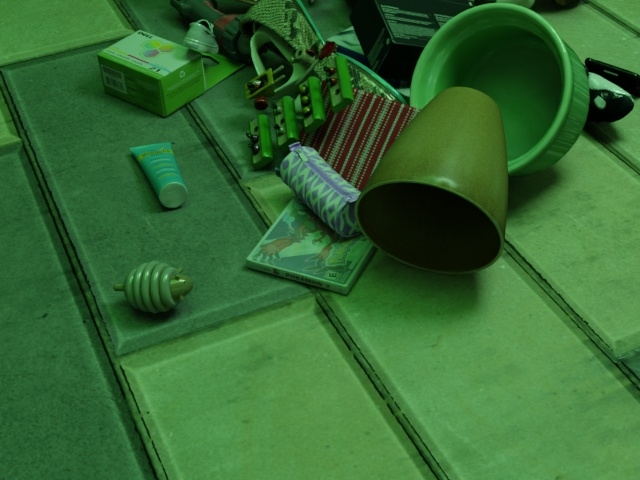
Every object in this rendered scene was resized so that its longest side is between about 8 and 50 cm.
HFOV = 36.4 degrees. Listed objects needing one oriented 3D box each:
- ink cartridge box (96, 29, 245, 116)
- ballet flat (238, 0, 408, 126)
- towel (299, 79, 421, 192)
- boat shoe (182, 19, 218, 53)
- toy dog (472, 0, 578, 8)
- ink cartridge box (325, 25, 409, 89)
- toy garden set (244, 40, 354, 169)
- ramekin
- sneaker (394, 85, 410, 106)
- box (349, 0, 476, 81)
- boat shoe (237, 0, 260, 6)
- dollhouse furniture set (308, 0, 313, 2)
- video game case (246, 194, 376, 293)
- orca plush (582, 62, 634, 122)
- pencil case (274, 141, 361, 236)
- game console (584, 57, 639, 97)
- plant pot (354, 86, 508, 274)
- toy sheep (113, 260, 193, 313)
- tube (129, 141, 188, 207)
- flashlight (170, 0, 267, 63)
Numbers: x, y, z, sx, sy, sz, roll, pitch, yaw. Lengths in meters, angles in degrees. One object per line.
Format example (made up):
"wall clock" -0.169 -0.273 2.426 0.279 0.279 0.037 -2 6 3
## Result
"ink cartridge box" -0.314 -0.384 2.070 0.189 0.097 0.255 25 48 29
"ballet flat" -0.018 -0.327 1.943 0.182 0.164 0.483 -35 55 -6
"towel" 0.081 -0.163 1.746 0.275 0.031 0.199 23 90 30
"boat shoe" -0.247 -0.428 2.027 0.066 0.063 0.184 20 12 5
"toy dog" 0.434 -0.637 2.244 0.408 0.284 0.395 -3 3 1
"ink cartridge box" 0.125 -0.402 2.107 0.223 0.045 0.224 28 49 32
"toy garden set" -0.056 -0.277 1.813 0.244 0.049 0.204 -33 47 30
"ramekin" 0.324 -0.252 1.722 0.303 0.303 0.148 30 14 33
"sneaker" 0.209 -0.281 1.952 0.152 0.053 0.061 27 45 31
"box" 0.213 -0.414 1.983 0.261 0.103 0.184 3 53 -26
"boat shoe" -0.216 -0.622 2.256 0.324 0.123 0.116 13 25 -16
"dollhouse furniture set" 0.102 -0.587 2.266 0.262 0.135 0.259 -5 15 -3
"video game case" 0.000 0.000 1.647 0.183 0.023 0.201 14 43 20
"orca plush" 0.478 -0.285 1.908 0.102 0.151 0.287 -46 53 -1
"pencil case" 0.010 -0.089 1.670 0.086 0.088 0.206 -23 44 -25
"game console" 0.617 -0.348 2.000 0.122 0.107 0.071 27 76 31
"plant pot" 0.205 -0.116 1.558 0.237 0.237 0.254 12 59 17
"toy sheep" -0.263 0.073 1.529 0.132 0.091 0.091 -7 38 17
"tube" -0.295 -0.131 1.808 0.080 0.052 0.207 -7 32 -20
"flashlight" -0.226 -0.499 2.210 0.103 0.103 0.304 -44 44 -1
